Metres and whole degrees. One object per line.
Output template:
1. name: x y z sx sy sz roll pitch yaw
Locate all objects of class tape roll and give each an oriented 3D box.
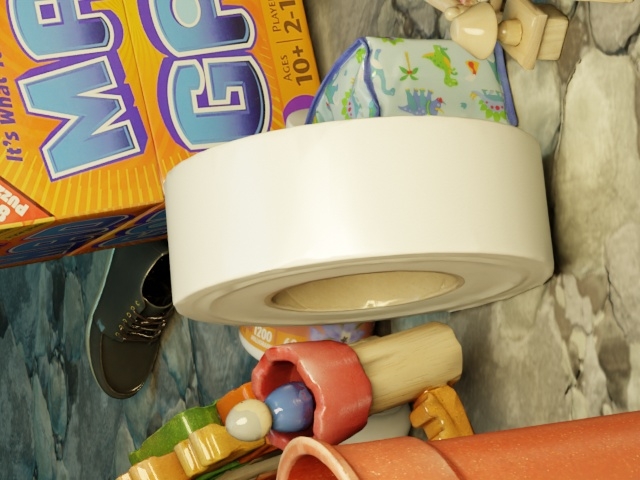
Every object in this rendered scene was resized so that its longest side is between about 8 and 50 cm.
1. tape roll: 0.029 -0.008 1.442 0.286 0.286 0.100 148 118 -64

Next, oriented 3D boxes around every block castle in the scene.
1. block castle: -0.032 0.272 1.536 0.453 0.213 0.303 -42 67 51

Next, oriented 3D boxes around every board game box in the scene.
1. board game box: -0.243 -0.180 1.917 0.356 0.356 0.356 158 101 -66

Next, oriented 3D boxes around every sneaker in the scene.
1. sneaker: -0.215 0.096 2.270 0.118 0.083 0.222 -141 55 -61

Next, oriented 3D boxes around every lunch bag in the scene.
1. lunch bag: 0.065 -0.094 1.550 0.151 0.129 0.096 139 127 -60

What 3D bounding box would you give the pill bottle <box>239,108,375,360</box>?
1. pill bottle: 0.000 0.000 1.711 0.121 0.121 0.216 -133 47 -58

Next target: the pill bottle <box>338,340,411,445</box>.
1. pill bottle: 0.025 0.171 1.689 0.094 0.094 0.169 -115 33 -45

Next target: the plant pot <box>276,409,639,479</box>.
1. plant pot: 0.140 0.219 1.158 0.272 0.265 0.272 168 90 -73

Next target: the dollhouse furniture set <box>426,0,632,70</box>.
1. dollhouse furniture set: 0.091 -0.311 1.429 0.355 0.174 0.303 -124 41 -53
